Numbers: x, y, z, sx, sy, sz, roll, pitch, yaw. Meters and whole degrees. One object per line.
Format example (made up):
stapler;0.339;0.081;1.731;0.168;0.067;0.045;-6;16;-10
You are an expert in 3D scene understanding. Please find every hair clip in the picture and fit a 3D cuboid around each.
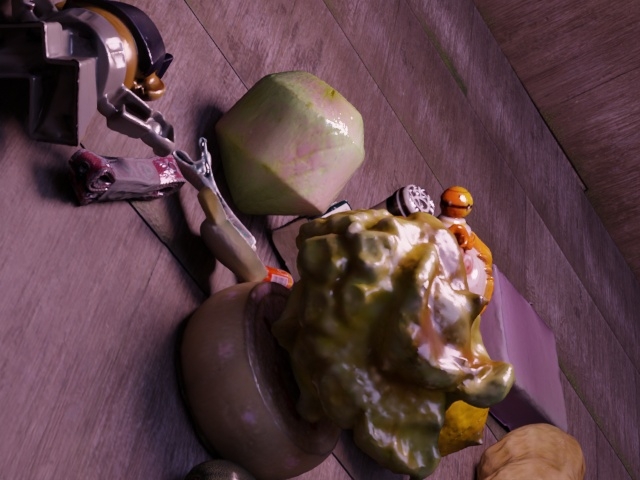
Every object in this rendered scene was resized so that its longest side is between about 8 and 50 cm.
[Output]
hair clip;-0.139;-0.037;1.798;0.218;0.071;0.159;59;-10;8

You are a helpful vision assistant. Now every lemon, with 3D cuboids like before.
lemon;0.152;0.217;2.047;0.253;0.228;0.228;62;25;-7

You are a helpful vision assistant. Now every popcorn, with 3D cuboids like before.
popcorn;0.078;0.121;1.692;0.279;0.274;0.335;-139;-149;-77

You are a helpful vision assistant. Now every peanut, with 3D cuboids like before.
peanut;0.371;0.440;2.335;0.387;0.192;0.169;-29;136;-68

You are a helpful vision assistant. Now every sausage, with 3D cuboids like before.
sausage;-0.077;0.055;1.946;0.129;0.034;0.034;16;55;-59

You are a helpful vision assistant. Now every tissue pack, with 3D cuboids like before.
tissue pack;0.001;0.000;2.085;0.103;0.090;0.170;66;26;-2

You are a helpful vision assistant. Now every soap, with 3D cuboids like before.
soap;0.394;0.241;2.653;0.296;0.107;0.285;45;32;-38

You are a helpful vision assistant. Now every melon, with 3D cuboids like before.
melon;-0.113;0.320;1.570;0.130;0.098;0.098;46;31;-32

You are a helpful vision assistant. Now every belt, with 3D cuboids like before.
belt;-0.253;-0.080;1.675;0.053;0.071;0.232;64;21;10

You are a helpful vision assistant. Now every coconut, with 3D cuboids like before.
coconut;-0.049;-0.135;1.980;0.236;0.236;0.204;53;-8;-28

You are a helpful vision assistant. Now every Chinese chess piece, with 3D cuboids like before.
Chinese chess piece;-0.076;0.188;1.744;0.270;0.112;0.270;46;31;-40

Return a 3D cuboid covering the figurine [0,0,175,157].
figurine;-0.291;-0.225;1.627;0.308;0.143;0.308;40;38;-41

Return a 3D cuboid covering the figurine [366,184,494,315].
figurine;0.176;0.054;2.269;0.323;0.196;0.320;26;89;-44
